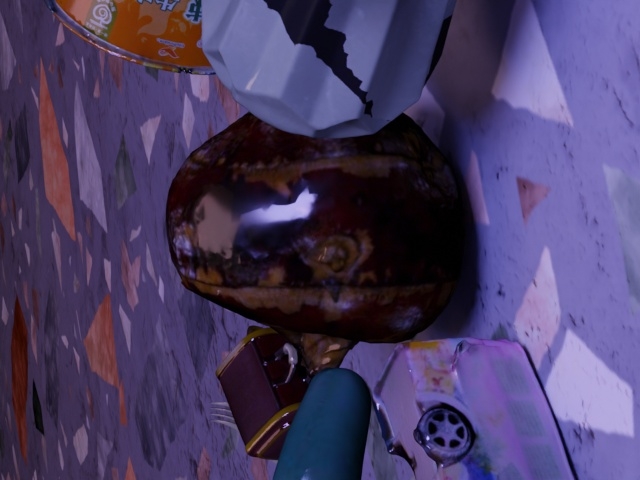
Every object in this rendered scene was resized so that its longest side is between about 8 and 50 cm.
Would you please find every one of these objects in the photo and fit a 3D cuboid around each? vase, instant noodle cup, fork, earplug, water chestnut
[{"bbox_3d":[0.040,-0.221,0.884,0.360,0.165,0.165,115,144,-48],"label":"vase"},{"bbox_3d":[-0.137,-0.295,1.434,0.230,0.230,0.182,63,141,46],"label":"instant noodle cup"},{"bbox_3d":[-0.071,0.210,1.643,0.219,0.028,0.034,-164,78,-64],"label":"fork"},{"bbox_3d":[0.015,0.255,1.142,0.257,0.164,0.280,51,160,6],"label":"earplug"},{"bbox_3d":[0.000,0.000,1.119,0.224,0.224,0.238,-143,61,-64],"label":"water chestnut"}]

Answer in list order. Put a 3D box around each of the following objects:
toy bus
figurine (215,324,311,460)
[{"bbox_3d":[0.119,0.195,0.984,0.090,0.112,0.274,113,146,-52],"label":"toy bus"},{"bbox_3d":[-0.042,0.134,1.472,0.098,0.082,0.154,-63,34,33],"label":"figurine"}]
